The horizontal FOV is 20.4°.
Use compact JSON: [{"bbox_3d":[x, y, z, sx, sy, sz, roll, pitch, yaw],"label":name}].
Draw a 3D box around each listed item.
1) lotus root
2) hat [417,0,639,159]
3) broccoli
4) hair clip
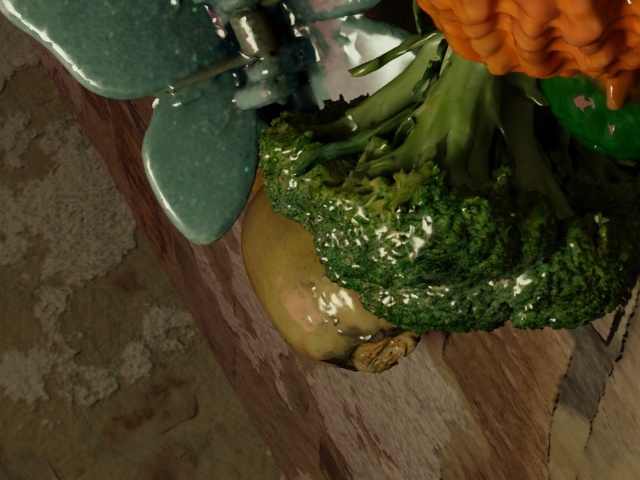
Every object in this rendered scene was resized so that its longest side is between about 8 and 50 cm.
[{"bbox_3d":[0.000,0.000,1.919,0.310,0.183,0.183,58,163,26],"label":"lotus root"},{"bbox_3d":[0.191,-0.203,1.034,0.285,0.285,0.400,57,-167,27],"label":"hat"},{"bbox_3d":[0.101,-0.063,1.363,0.321,0.304,0.283,22,103,38],"label":"broccoli"},{"bbox_3d":[-0.046,-0.197,1.632,0.238,0.392,0.318,-67,-46,-77],"label":"hair clip"}]
